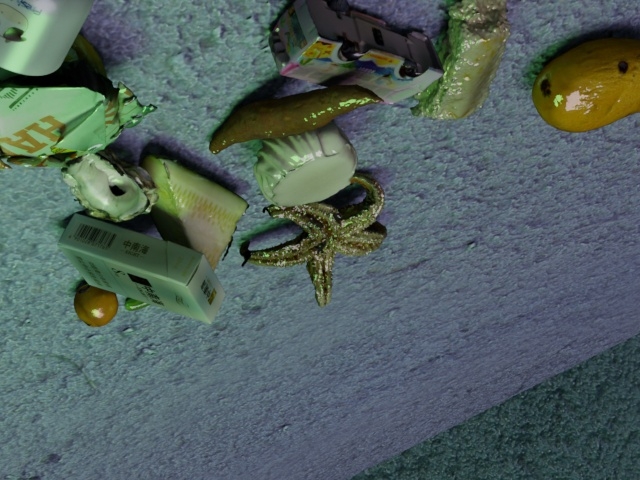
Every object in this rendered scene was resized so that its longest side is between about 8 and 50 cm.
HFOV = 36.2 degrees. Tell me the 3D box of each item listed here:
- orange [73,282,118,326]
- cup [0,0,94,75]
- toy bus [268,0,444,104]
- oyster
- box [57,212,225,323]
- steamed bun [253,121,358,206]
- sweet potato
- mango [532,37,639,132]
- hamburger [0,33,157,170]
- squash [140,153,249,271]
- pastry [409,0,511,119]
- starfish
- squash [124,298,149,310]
[{"bbox_3d":[-0.401,0.114,1.753,0.083,0.084,0.083,-18,150,-11],"label":"orange"},{"bbox_3d":[-0.338,-0.297,1.106,0.142,0.173,0.134,-48,174,34],"label":"cup"},{"bbox_3d":[0.055,-0.276,1.440,0.274,0.090,0.112,7,145,-44],"label":"toy bus"},{"bbox_3d":[-0.327,-0.088,1.503,0.163,0.081,0.191,28,142,-27],"label":"oyster"},{"bbox_3d":[-0.288,0.047,1.596,0.242,0.067,0.155,17,157,16],"label":"box"},{"bbox_3d":[-0.030,-0.136,1.591,0.182,0.106,0.183,-18,155,-9],"label":"steamed bun"},{"bbox_3d":[-0.041,-0.188,1.471,0.314,0.066,0.072,-8,-174,31],"label":"sweet potato"},{"bbox_3d":[0.508,-0.280,1.740,0.294,0.120,0.177,-13,141,-23],"label":"mango"},{"bbox_3d":[-0.337,-0.182,1.276,0.235,0.125,0.214,-15,156,-8],"label":"hamburger"},{"bbox_3d":[-0.245,-0.038,1.593,0.252,0.093,0.169,28,86,-57],"label":"squash"},{"bbox_3d":[0.235,-0.290,1.560,0.121,0.089,0.258,-24,157,-26],"label":"pastry"},{"bbox_3d":[-0.003,0.000,1.838,0.303,0.113,0.312,-20,142,-13],"label":"starfish"},{"bbox_3d":[-0.328,0.111,1.859,0.089,0.027,0.027,-19,151,-11],"label":"squash"}]
